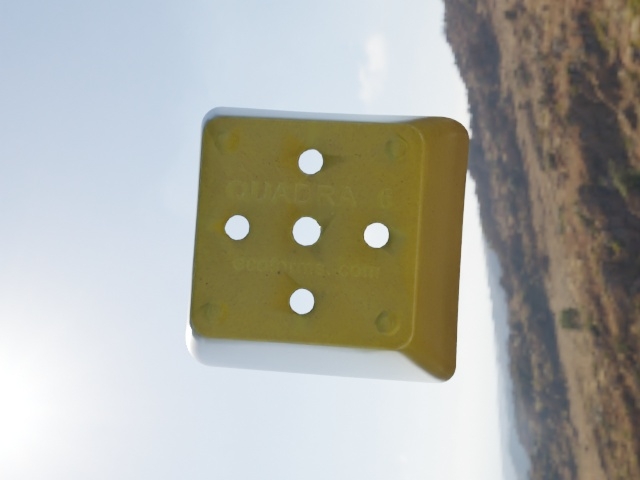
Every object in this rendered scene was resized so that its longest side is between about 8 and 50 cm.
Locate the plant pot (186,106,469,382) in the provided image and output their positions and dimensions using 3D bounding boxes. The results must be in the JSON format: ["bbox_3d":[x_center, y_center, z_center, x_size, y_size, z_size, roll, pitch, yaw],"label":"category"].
[{"bbox_3d":[0.000,0.000,0.689,0.187,0.212,0.212,21,-107,-83],"label":"plant pot"}]
